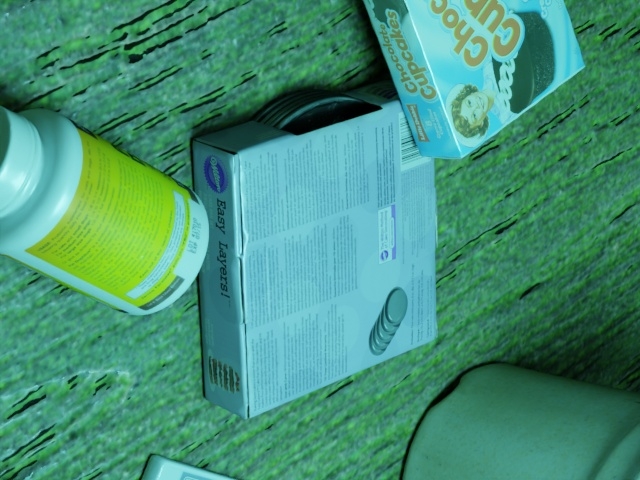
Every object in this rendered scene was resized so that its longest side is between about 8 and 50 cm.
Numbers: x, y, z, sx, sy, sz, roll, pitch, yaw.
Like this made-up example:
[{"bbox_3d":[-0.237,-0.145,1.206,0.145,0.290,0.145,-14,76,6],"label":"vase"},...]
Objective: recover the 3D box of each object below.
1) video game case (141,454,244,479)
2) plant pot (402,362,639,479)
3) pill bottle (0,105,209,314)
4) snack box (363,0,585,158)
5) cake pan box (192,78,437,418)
[{"bbox_3d":[-0.114,0.302,1.796,0.201,0.023,0.183,24,88,-47],"label":"video game case"},{"bbox_3d":[0.261,0.268,1.951,0.334,0.305,0.333,-18,117,-39],"label":"plant pot"},{"bbox_3d":[-0.194,-0.027,1.528,0.215,0.117,0.117,30,83,-47],"label":"pill bottle"},{"bbox_3d":[0.114,-0.256,1.743,0.187,0.060,0.322,-37,116,-33],"label":"snack box"},{"bbox_3d":[0.000,0.000,1.768,0.246,0.070,0.266,-23,120,-40],"label":"cake pan box"}]
